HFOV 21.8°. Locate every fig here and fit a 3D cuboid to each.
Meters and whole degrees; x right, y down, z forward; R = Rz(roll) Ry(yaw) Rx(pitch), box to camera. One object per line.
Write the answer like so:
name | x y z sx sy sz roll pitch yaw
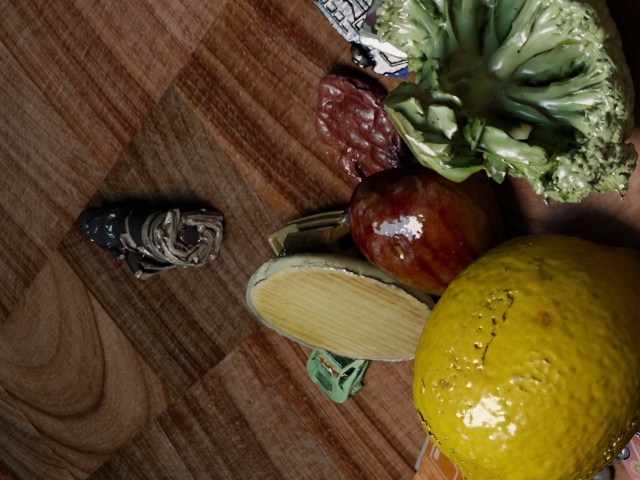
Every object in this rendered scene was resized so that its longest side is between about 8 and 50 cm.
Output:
fig | 0.159 0.009 1.900 0.170 0.146 0.274 -23 128 35

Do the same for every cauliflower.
cauliflower | 0.171 -0.139 1.608 0.275 0.250 0.272 8 126 56

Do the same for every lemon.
lemon | 0.236 0.128 1.774 0.258 0.310 0.258 36 -176 -3

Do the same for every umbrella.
umbrella | -0.265 -0.004 2.481 0.357 0.113 0.106 7 100 57

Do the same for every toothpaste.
toothpaste | 0.091 -0.288 1.730 0.062 0.037 0.216 24 126 10

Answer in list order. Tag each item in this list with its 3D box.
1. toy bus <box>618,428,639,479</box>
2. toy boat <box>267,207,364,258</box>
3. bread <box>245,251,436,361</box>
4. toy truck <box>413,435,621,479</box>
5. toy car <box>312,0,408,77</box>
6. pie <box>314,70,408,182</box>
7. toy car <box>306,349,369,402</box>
toy bus | 0.397 0.262 1.894 0.096 0.073 0.235 -6 117 45
toy boat | 0.000 0.000 2.139 0.226 0.088 0.068 -7 116 55
bread | 0.033 0.084 2.117 0.267 0.040 0.267 12 153 6
toy truck | 0.222 0.296 2.068 0.207 0.173 0.388 46 147 24
toy car | 0.042 -0.275 1.810 0.103 0.063 0.216 -38 98 29
pie | 0.049 -0.134 1.987 0.153 0.038 0.154 32 140 31
toy car | 0.024 0.160 2.302 0.093 0.058 0.186 45 149 16
